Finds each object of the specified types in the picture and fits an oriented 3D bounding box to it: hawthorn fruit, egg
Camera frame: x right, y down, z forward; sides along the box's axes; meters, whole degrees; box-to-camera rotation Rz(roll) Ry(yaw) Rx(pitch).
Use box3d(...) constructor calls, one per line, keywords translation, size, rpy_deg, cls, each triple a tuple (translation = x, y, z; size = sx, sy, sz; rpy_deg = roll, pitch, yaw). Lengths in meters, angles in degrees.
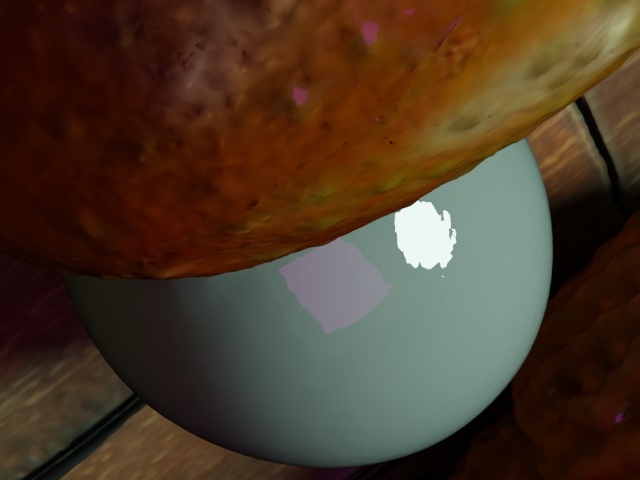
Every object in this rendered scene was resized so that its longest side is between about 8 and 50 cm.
box3d(translation=(-0.042, -0.121, 0.459), size=(0.299, 0.275, 0.275), rpy_deg=(-37, 144, 27), cls="hawthorn fruit")
box3d(translation=(0.000, 0.000, 0.671), size=(0.176, 0.176, 0.232), rpy_deg=(-42, 149, 4), cls="egg")

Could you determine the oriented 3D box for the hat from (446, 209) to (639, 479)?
box3d(translation=(0.182, 0.177, 0.916), size=(0.285, 0.285, 0.400), rpy_deg=(12, 123, -43), cls="hat")
